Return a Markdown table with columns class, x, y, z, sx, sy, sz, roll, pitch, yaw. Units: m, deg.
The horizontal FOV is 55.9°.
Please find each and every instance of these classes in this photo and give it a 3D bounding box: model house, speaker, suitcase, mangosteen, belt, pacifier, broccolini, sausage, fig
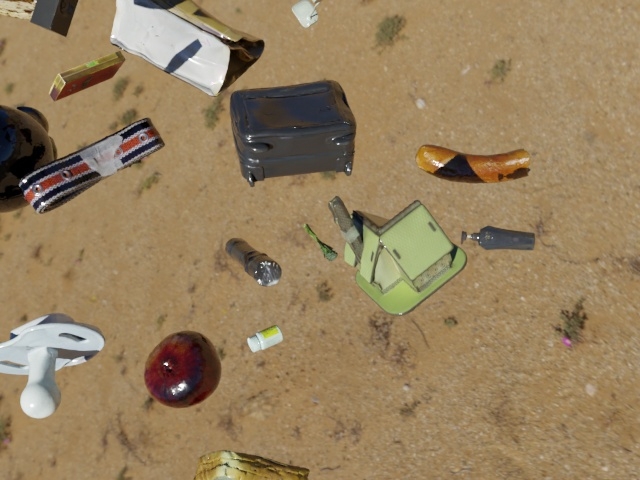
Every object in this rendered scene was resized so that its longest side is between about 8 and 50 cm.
| class | x | y | z | sx | sy | sz | roll | pitch | yaw |
| --- | --- | --- | --- | --- | --- | --- | --- | --- | --- |
| model house | 0.147 | -0.023 | 1.251 | 0.218 | 0.278 | 0.205 | -37 | 37 | -10 |
| speaker | -0.405 | -0.428 | 0.962 | 0.046 | 0.040 | 0.191 | 24 | 98 | 16 |
| suitcase | -0.083 | -0.331 | 1.756 | 0.345 | 0.188 | 0.339 | -9 | 45 | -8 |
| mangosteen | -0.777 | -0.211 | 1.507 | 0.275 | 0.275 | 0.302 | -33 | 10 | 26 |
| belt | -0.537 | -0.185 | 1.443 | 0.359 | 0.094 | 0.126 | -39 | 12 | -34 |
| pacifier | -0.645 | 0.305 | 1.421 | 0.299 | 0.244 | 0.233 | -24 | 54 | 18 |
| broccolini | 0.000 | 0.000 | 1.580 | 0.035 | 0.030 | 0.140 | -27 | 55 | -16 |
| sausage | 0.397 | -0.194 | 1.552 | 0.302 | 0.076 | 0.102 | 2 | 57 | 2 |
| fig | -0.406 | 0.391 | 1.805 | 0.235 | 0.214 | 0.235 | -1 | 54 | 1 |

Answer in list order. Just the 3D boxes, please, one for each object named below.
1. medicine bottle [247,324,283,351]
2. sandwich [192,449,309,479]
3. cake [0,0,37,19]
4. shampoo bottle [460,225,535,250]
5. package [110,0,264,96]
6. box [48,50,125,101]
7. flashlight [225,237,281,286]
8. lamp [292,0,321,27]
| class | x | y | z | sx | sy | sz | roll | pitch | yaw |
| --- | --- | --- | --- | --- | --- | --- | --- | --- | --- |
| medicine bottle | -0.141 | 0.252 | 1.548 | 0.047 | 0.083 | 0.047 | 45 | 146 | 43 |
| sandwich | -0.202 | 0.719 | 1.832 | 0.271 | 0.301 | 0.099 | -38 | 35 | 55 |
| cake | -0.527 | -0.509 | 1.036 | 0.135 | 0.112 | 0.246 | -11 | 88 | -6 |
| shampoo bottle | 0.343 | -0.003 | 1.169 | 0.137 | 0.027 | 0.048 | 5 | 85 | 11 |
| package | -0.309 | -0.510 | 1.407 | 0.311 | 0.165 | 0.221 | 31 | 55 | 7 |
| box | -0.438 | -0.309 | 1.133 | 0.133 | 0.023 | 0.090 | -38 | 11 | -36 |
| flashlight | -0.253 | 0.065 | 2.191 | 0.103 | 0.103 | 0.424 | -61 | 27 | 1 |
| lamp | -0.016 | -0.482 | 1.208 | 0.050 | 0.056 | 0.198 | -32 | 9 | -8 |
